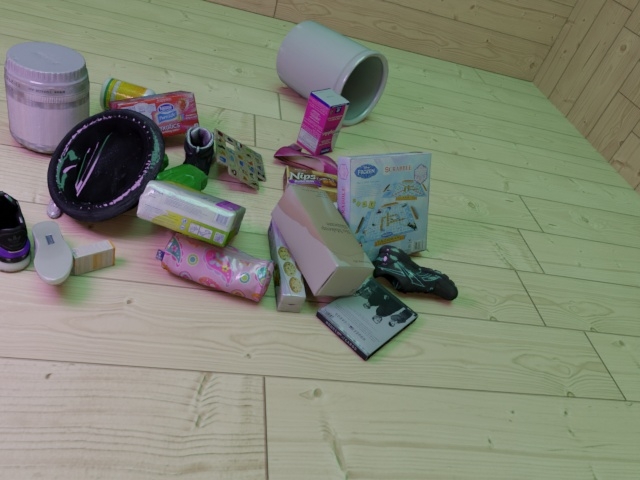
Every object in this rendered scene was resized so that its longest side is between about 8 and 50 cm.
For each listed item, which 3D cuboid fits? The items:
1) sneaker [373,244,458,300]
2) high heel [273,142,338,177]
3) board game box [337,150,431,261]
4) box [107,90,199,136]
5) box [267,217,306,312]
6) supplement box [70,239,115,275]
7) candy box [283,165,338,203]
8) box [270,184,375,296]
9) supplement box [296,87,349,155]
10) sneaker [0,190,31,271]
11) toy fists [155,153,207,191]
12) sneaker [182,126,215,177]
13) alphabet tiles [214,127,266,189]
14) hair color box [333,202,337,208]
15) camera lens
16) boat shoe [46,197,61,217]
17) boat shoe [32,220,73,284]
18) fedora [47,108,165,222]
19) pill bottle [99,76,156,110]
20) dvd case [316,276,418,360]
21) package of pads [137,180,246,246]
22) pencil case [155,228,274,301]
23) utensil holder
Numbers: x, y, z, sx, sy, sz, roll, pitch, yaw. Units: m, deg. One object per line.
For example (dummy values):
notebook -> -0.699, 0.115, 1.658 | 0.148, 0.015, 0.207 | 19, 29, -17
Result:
sneaker -> 0.276, 0.120, 1.549 | 0.268, 0.101, 0.106 | 28, 68, 0
high heel -> -0.046, -0.271, 1.870 | 0.244, 0.082, 0.117 | 35, 44, 16
board game box -> 0.195, -0.103, 1.591 | 0.319, 0.317, 0.066 | -9, 17, -33
box -> -0.545, -0.411, 1.732 | 0.257, 0.128, 0.123 | -20, 29, -31
box -> -0.098, 0.058, 1.460 | 0.067, 0.063, 0.323 | 9, 39, -18
supplement box -> -0.557, 0.041, 1.281 | 0.099, 0.062, 0.036 | -18, 52, -39
candy box -> -0.033, -0.193, 1.803 | 0.187, 0.053, 0.109 | 11, 39, -13
box -> 0.000, 0.000, 1.442 | 0.148, 0.121, 0.311 | 4, 43, -42
supplement box -> 0.006, -0.447, 1.992 | 0.114, 0.220, 0.111 | 42, 43, 24
sneaker -> -0.771, -0.072, 1.255 | 0.102, 0.146, 0.293 | -21, 54, -40
toy fists -> -0.485, -0.193, 1.574 | 0.279, 0.096, 0.142 | 28, 31, 13
sneaker -> -0.388, -0.314, 1.710 | 0.102, 0.153, 0.268 | 10, 39, -13
alphabet tiles -> -0.266, -0.265, 1.757 | 0.198, 0.009, 0.237 | 27, 31, -34
hair color box -> 0.054, -0.056, 1.654 | 0.093, 0.053, 0.167 | -10, 36, -33
camera lens -> -0.801, -0.412, 1.549 | 0.220, 0.274, 0.219 | 12, 38, -10
boat shoe -> -0.711, -0.102, 1.407 | 0.035, 0.035, 0.100 | 6, 40, -18
boat shoe -> -0.626, 0.042, 1.232 | 0.079, 0.081, 0.227 | -14, 41, -26
fedora -> -0.557, -0.185, 1.425 | 0.335, 0.152, 0.333 | -2, 71, 4
pill bottle -> -0.647, -0.484, 1.833 | 0.209, 0.117, 0.117 | 15, 38, -6
dvd case -> 0.129, 0.202, 1.414 | 0.179, 0.029, 0.239 | 40, 43, 24
package of pads -> -0.324, -0.077, 1.356 | 0.229, 0.101, 0.296 | 20, 4, -5
pencil case -> -0.263, 0.060, 1.342 | 0.284, 0.124, 0.124 | 21, 38, -1
utensil holder -> 0.043, -0.733, 2.276 | 0.386, 0.327, 0.328 | 38, 41, 25
